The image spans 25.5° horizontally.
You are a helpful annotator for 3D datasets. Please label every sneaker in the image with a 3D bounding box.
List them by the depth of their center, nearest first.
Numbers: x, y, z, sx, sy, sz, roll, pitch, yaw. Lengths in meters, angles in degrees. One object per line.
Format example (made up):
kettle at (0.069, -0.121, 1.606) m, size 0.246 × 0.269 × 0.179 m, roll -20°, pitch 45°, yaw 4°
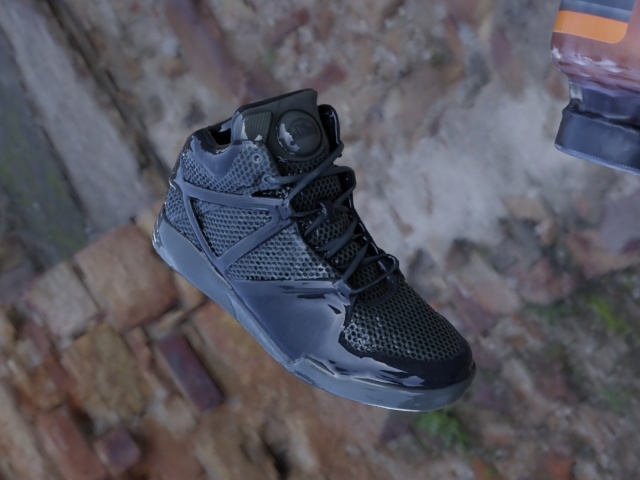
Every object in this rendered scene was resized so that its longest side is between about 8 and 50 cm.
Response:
sneaker at (0.000, 0.000, 0.811) m, size 0.227 × 0.087 × 0.130 m, roll 38°, pitch 131°, yaw 27°

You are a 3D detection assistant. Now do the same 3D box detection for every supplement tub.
supplement tub at (0.174, -0.130, 0.688) m, size 0.106 × 0.106 × 0.198 m, roll 27°, pitch 103°, yaw 53°
